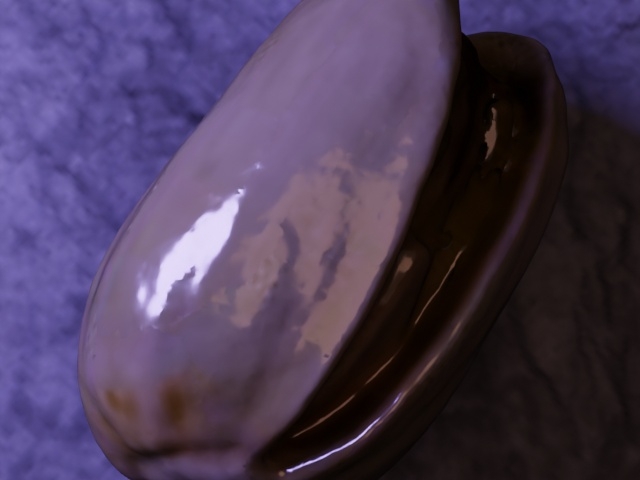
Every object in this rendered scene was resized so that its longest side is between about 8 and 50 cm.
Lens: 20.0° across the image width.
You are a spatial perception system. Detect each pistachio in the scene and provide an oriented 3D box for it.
[{"bbox_3d":[0.000,0.000,0.623,0.129,0.131,0.206,40,78,-41],"label":"pistachio"}]
